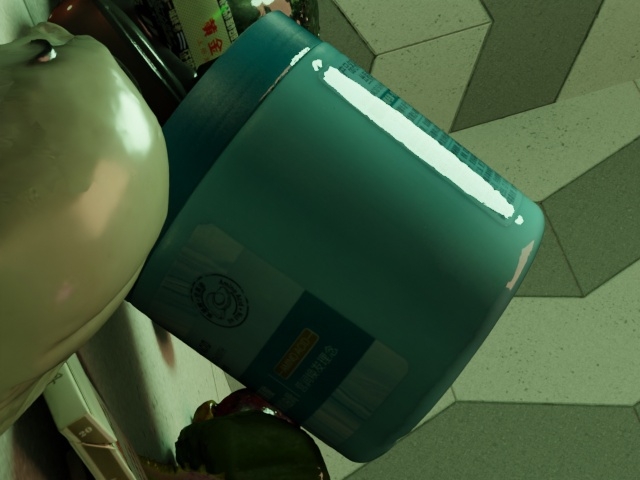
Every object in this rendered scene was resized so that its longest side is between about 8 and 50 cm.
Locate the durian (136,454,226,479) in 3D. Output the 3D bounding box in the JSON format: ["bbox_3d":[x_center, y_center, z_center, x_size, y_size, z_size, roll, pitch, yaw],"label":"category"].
[{"bbox_3d":[-0.101,0.288,0.981,0.119,0.108,0.187,72,0,-55],"label":"durian"}]

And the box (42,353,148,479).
[{"bbox_3d":[-0.167,0.150,0.805,0.109,0.029,0.198,52,-15,40],"label":"box"}]

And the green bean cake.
[{"bbox_3d":[-0.066,0.291,1.131,0.248,0.125,0.222,145,-68,-66],"label":"green bean cake"}]

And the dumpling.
[{"bbox_3d":[-0.176,0.011,0.581,0.175,0.243,0.227,31,-42,24],"label":"dumpling"}]

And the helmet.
[{"bbox_3d":[-0.197,-0.194,1.126,0.189,0.193,0.216,53,8,-19],"label":"helmet"}]

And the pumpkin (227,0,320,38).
[{"bbox_3d":[-0.178,-0.385,1.756,0.454,0.344,0.454,165,-90,-84],"label":"pumpkin"}]

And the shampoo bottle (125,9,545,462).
[{"bbox_3d":[0.000,0.000,1.077,0.342,0.331,0.331,36,0,-1],"label":"shampoo bottle"}]

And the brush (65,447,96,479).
[{"bbox_3d":[-0.154,0.222,0.682,0.072,0.067,0.313,67,-9,-23],"label":"brush"}]

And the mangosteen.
[{"bbox_3d":[-0.102,0.260,1.404,0.152,0.152,0.152,164,-90,-90],"label":"mangosteen"}]

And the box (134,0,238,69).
[{"bbox_3d":[-0.219,-0.290,1.349,0.310,0.084,0.198,37,-27,41],"label":"box"}]
